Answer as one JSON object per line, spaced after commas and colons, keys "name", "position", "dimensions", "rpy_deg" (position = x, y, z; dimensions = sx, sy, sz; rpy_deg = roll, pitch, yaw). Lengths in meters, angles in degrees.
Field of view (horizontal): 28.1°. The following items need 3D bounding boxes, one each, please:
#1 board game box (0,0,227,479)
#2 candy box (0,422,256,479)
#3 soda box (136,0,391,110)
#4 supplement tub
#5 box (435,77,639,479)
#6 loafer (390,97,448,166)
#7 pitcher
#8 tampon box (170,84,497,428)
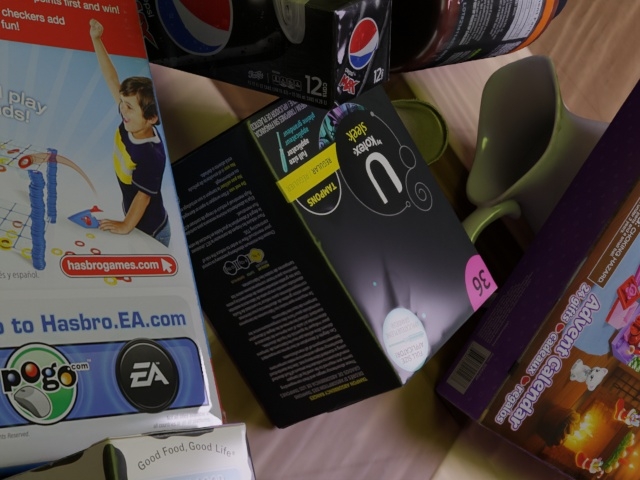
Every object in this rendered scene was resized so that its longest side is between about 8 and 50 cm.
{"name": "board game box", "position": [-0.208, -0.040, 0.537], "dimensions": [0.308, 0.086, 0.301], "rpy_deg": [1, 70, -45]}
{"name": "candy box", "position": [-0.085, 0.185, 0.495], "dimensions": [0.070, 0.165, 0.196], "rpy_deg": [1, 71, -46]}
{"name": "soda box", "position": [-0.048, -0.119, 0.680], "dimensions": [0.060, 0.169, 0.053], "rpy_deg": [-34, 133, -49]}
{"name": "supplement tub", "position": [0.099, -0.178, 0.904], "dimensions": [0.198, 0.106, 0.106], "rpy_deg": [-18, 84, -49]}
{"name": "box", "position": [0.235, 0.029, 0.850], "dimensions": [0.201, 0.057, 0.293], "rpy_deg": [32, 91, -31]}
{"name": "loafer", "position": [0.043, -0.062, 0.831], "dimensions": [0.148, 0.050, 0.056], "rpy_deg": [-23, 89, -48]}
{"name": "pitcher", "position": [0.191, -0.008, 0.920], "dimensions": [0.207, 0.125, 0.177], "rpy_deg": [29, 80, -28]}
{"name": "tampon box", "position": [0.000, 0.000, 0.718], "dimensions": [0.120, 0.101, 0.161], "rpy_deg": [-39, 101, -48]}
